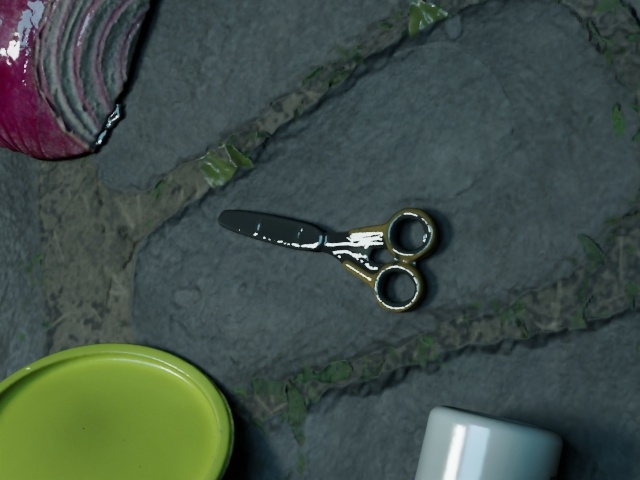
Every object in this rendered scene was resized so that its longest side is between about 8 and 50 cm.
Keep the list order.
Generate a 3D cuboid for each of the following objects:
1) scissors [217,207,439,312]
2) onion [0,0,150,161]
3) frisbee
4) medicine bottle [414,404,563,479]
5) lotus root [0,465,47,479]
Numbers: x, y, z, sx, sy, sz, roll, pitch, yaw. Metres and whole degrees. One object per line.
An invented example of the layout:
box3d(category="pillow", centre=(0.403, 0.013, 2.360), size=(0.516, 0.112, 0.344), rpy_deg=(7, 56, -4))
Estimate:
box3d(category="scissors", centre=(0.000, 0.000, 1.219), size=(0.220, 0.017, 0.088), rpy_deg=(13, 90, 32))
box3d(category="onion", centre=(-0.294, -0.215, 1.387), size=(0.247, 0.111, 0.250), rpy_deg=(18, 91, 31))
box3d(category="frisbee", centre=(-0.190, 0.175, 1.208), size=(0.236, 0.017, 0.236), rpy_deg=(-1, 42, 1))
box3d(category="medicine bottle", centre=(0.112, 0.222, 1.056), size=(0.103, 0.103, 0.186), rpy_deg=(10, 86, 32))
box3d(category="lotus root", centre=(-0.249, 0.277, 1.235), size=(0.343, 0.151, 0.169), rpy_deg=(32, 110, 34))
